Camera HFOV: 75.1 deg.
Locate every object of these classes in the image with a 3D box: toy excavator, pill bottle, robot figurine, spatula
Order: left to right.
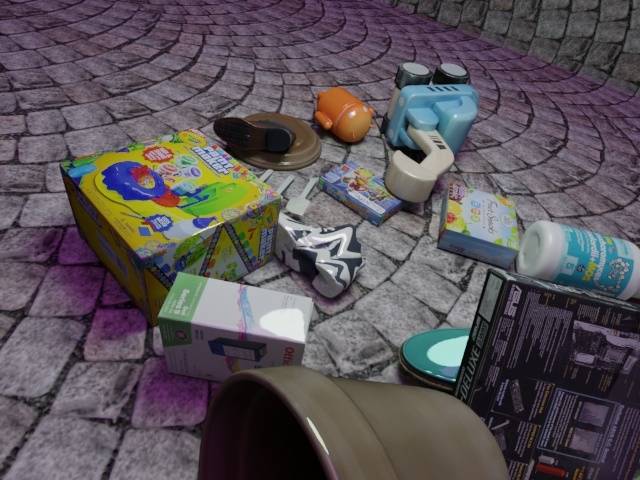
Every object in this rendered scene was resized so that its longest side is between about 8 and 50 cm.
[{"bbox_3d":[-0.097,-0.128,1.002,0.168,0.019,0.242,12,28,5],"label":"spatula"},{"bbox_3d":[0.074,-0.388,1.285,0.158,0.128,0.219,12,31,-51],"label":"robot figurine"},{"bbox_3d":[0.322,-0.312,1.203,0.432,0.222,0.445,-10,50,-21],"label":"toy excavator"},{"bbox_3d":[0.593,0.053,0.927,0.263,0.146,0.146,14,43,2],"label":"pill bottle"}]

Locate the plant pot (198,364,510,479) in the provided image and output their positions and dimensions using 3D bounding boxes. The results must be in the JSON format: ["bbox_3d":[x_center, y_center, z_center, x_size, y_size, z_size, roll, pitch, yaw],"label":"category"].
[{"bbox_3d":[0.052,0.292,0.466,0.280,0.323,0.323,3,41,-36],"label":"plant pot"}]

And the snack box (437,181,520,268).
[{"bbox_3d":[0.391,-0.044,1.038,0.174,0.070,0.207,18,44,6],"label":"snack box"}]

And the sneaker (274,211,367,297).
[{"bbox_3d":[0.000,0.000,0.884,0.235,0.094,0.153,37,45,26],"label":"sneaker"}]

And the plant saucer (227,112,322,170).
[{"bbox_3d":[-0.130,-0.296,1.206,0.277,0.041,0.278,6,44,-6],"label":"plant saucer"}]

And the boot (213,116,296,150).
[{"bbox_3d":[-0.170,-0.285,1.121,0.219,0.082,0.106,15,21,9],"label":"boot"}]

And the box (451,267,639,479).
[{"bbox_3d":[0.322,0.216,0.585,0.242,0.308,0.076,13,7,1],"label":"box"}]

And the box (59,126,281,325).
[{"bbox_3d":[-0.280,-0.047,0.806,0.290,0.177,0.279,39,48,25],"label":"box"}]

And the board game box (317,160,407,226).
[{"bbox_3d":[0.111,-0.127,1.086,0.201,0.035,0.136,36,47,24],"label":"board game box"}]

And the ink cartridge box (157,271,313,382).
[{"bbox_3d":[-0.127,0.148,0.650,0.212,0.154,0.093,10,43,-3],"label":"ink cartridge box"}]

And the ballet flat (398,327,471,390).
[{"bbox_3d":[0.312,0.212,0.704,0.348,0.123,0.123,-8,41,14],"label":"ballet flat"}]

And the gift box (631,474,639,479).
[{"bbox_3d":[0.341,0.416,0.414,0.276,0.258,0.255,5,37,-37],"label":"gift box"}]

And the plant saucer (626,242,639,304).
[{"bbox_3d":[0.848,0.108,1.003,0.310,0.050,0.311,7,44,-7],"label":"plant saucer"}]
